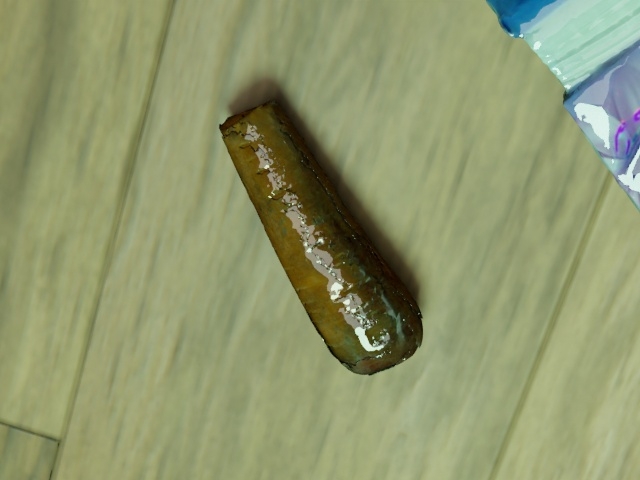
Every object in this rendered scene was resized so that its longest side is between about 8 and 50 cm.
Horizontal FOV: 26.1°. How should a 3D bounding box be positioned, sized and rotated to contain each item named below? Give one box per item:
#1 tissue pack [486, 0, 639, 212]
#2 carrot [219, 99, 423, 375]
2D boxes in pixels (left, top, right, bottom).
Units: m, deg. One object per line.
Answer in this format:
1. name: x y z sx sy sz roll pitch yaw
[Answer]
1. tissue pack: 0.209 -0.146 0.583 0.263 0.198 0.146 -35 105 18
2. carrot: 0.000 0.000 0.742 0.055 0.055 0.161 -28 102 16
